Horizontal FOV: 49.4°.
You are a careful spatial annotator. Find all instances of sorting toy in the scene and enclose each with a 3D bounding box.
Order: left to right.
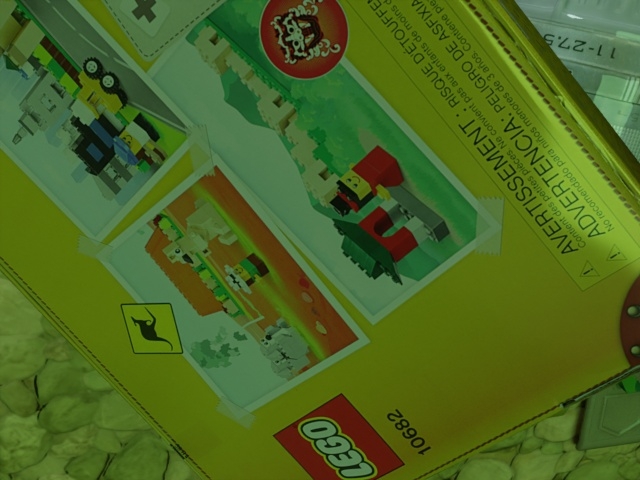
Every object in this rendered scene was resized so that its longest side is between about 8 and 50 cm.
[{"bbox_3d":[0.447,0.222,1.012,0.307,0.041,0.229,-4,119,-11],"label":"sorting toy"}]

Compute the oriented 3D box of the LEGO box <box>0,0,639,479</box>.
[{"bbox_3d":[-0.040,-0.072,0.500,0.372,0.193,0.500,-37,99,26],"label":"LEGO box"}]

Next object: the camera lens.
[{"bbox_3d":[0.227,-0.095,0.658,0.219,0.219,0.274,7,109,-17],"label":"camera lens"}]

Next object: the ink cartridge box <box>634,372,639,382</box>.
[{"bbox_3d":[0.504,0.093,0.859,0.283,0.207,0.117,0,117,-14],"label":"ink cartridge box"}]
